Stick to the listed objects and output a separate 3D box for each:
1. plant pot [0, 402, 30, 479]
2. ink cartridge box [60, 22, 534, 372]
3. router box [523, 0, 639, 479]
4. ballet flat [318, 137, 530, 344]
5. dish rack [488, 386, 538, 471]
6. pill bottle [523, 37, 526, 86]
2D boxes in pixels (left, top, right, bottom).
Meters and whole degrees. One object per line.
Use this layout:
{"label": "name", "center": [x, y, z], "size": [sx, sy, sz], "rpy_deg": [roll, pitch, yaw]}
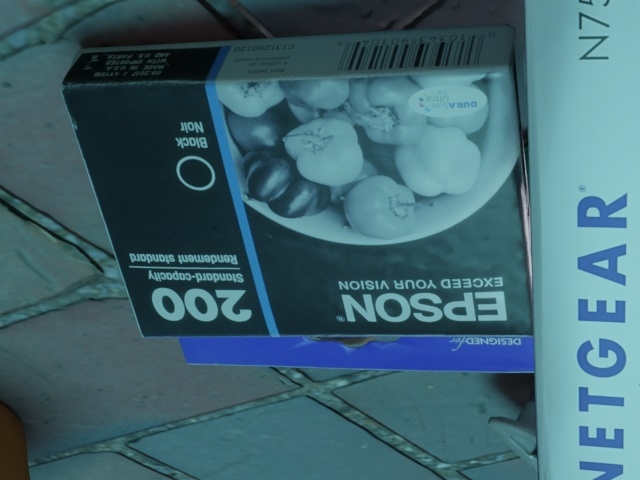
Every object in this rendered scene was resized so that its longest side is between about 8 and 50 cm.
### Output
{"label": "plant pot", "center": [-0.333, 0.225, 0.927], "size": [0.290, 0.204, 0.291], "rpy_deg": [0, 149, 0]}
{"label": "ink cartridge box", "center": [0.000, 0.000, 0.606], "size": [0.206, 0.045, 0.208], "rpy_deg": [-1, 129, 16]}
{"label": "router box", "center": [0.215, -0.052, 0.369], "size": [0.301, 0.082, 0.336], "rpy_deg": [2, 120, 17]}
{"label": "ballet flat", "center": [0.098, -0.003, 0.670], "size": [0.248, 0.086, 0.086], "rpy_deg": [-15, 146, 28]}
{"label": "dish rack", "center": [0.304, 0.198, 0.869], "size": [0.332, 0.072, 0.285], "rpy_deg": [21, 165, 42]}
{"label": "pill bottle", "center": [0.199, -0.074, 0.486], "size": [0.221, 0.124, 0.124], "rpy_deg": [-17, 145, 26]}
